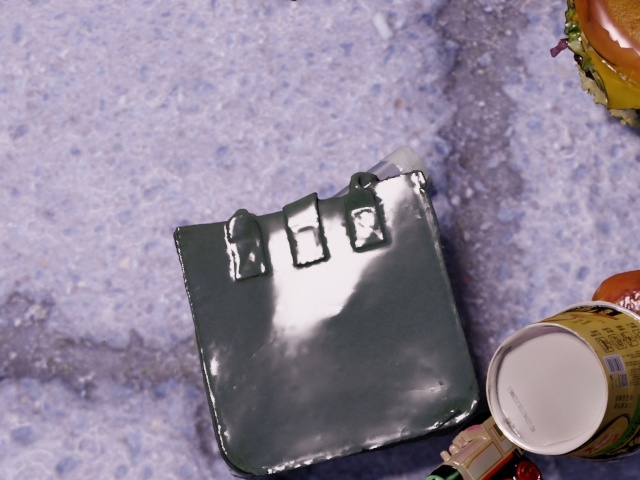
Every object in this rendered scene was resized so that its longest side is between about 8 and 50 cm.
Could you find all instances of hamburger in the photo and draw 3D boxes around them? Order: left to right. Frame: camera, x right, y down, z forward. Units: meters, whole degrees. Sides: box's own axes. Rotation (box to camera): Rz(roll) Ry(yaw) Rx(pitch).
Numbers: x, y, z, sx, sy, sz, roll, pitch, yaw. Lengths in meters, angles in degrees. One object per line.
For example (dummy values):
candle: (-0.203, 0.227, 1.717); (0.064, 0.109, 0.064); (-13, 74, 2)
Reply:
hamburger: (0.351, -0.213, 1.454); (0.243, 0.138, 0.261); (-9, 66, 0)

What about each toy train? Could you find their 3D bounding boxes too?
toy train: (0.141, 0.212, 1.296); (0.087, 0.050, 0.138); (55, 41, 3)

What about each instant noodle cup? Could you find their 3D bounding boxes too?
instant noodle cup: (0.223, 0.126, 1.292); (0.151, 0.122, 0.151); (-3, 84, 32)

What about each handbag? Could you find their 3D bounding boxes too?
handbag: (0.003, 0.076, 1.367); (0.248, 0.079, 0.260); (-13, 78, -1)

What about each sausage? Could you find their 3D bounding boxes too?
sausage: (0.333, 0.088, 1.350); (0.179, 0.089, 0.089); (30, 72, 20)

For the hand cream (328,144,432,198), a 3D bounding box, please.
hand cream: (0.000, 0.000, 1.447); (0.255, 0.048, 0.079); (-39, 63, -8)
